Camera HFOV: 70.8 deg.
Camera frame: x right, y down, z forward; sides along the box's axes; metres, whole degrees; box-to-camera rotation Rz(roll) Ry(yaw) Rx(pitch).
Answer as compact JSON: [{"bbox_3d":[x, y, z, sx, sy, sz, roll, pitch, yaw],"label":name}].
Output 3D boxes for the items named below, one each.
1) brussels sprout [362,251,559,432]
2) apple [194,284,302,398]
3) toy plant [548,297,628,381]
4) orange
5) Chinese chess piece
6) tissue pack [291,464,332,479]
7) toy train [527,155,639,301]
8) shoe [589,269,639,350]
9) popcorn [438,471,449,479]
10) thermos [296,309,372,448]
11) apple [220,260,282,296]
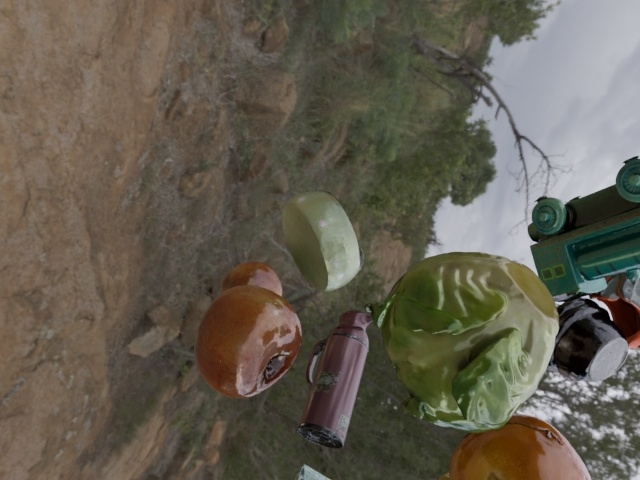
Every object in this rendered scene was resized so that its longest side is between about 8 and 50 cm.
[{"bbox_3d":[0.217,0.152,0.708,0.294,0.259,0.227,-43,160,22],"label":"brussels sprout"},{"bbox_3d":[-0.174,0.226,1.043,0.253,0.254,0.253,16,90,-78],"label":"apple"},{"bbox_3d":[0.538,0.198,1.001,0.175,0.218,0.235,-52,-147,7],"label":"toy plant"},{"bbox_3d":[0.349,0.433,0.792,0.240,0.240,0.240,16,90,-78],"label":"orange"},{"bbox_3d":[0.000,0.000,1.548,0.146,0.349,0.349,-23,143,-21],"label":"Chinese chess piece"},{"bbox_3d":[-0.039,0.818,1.279,0.311,0.228,0.128,-57,-178,23],"label":"tissue pack"},{"bbox_3d":[0.503,-0.015,0.768,0.298,0.120,0.194,-34,-119,57],"label":"toy train"},{"bbox_3d":[0.657,0.082,0.971,0.132,0.171,0.336,156,-72,-81],"label":"shoe"},{"bbox_3d":[0.396,0.688,0.992,0.349,0.349,0.381,0,96,-78],"label":"popcorn"},{"bbox_3d":[0.040,0.317,1.096,0.136,0.109,0.330,-39,-157,50],"label":"thermos"},{"bbox_3d":[-0.308,0.229,2.092,0.301,0.302,0.301,16,90,-78],"label":"apple"}]
